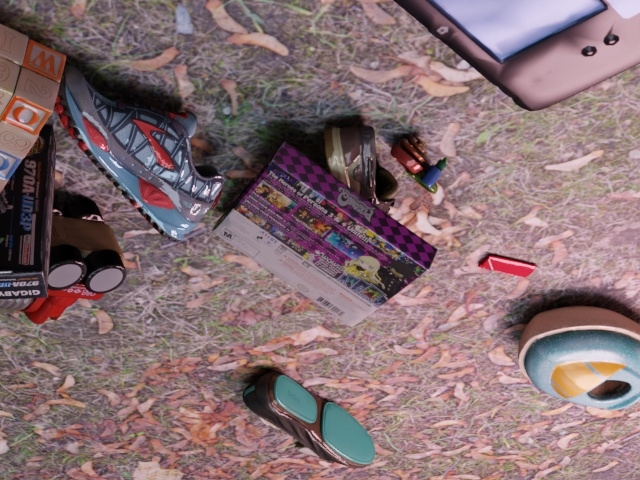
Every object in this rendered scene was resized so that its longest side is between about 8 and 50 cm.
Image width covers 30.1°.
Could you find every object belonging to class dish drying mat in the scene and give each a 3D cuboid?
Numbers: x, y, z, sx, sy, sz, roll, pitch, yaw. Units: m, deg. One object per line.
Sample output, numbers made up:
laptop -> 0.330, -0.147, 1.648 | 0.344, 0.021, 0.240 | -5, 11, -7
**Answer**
dish drying mat -> 0.270, 0.038, 1.722 | 0.083, 0.008, 0.032 | 13, 139, -24

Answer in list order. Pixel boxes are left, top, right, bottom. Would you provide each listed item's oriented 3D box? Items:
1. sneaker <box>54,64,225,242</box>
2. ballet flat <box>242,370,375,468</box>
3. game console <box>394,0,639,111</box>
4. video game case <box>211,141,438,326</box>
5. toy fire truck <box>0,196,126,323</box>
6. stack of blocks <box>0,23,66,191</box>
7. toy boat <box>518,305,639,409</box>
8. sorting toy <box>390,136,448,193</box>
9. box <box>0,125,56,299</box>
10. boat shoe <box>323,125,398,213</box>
sneaker -> -0.209, -0.123, 1.386 | 0.125, 0.104, 0.262 | -42, 128, -4
ballet flat -> -0.024, 0.300, 1.989 | 0.096, 0.095, 0.280 | -20, 133, 35
game console -> 0.244, -0.287, 1.167 | 0.342, 0.060, 0.386 | -29, 139, 30
video game case -> 0.000, 0.000, 1.497 | 0.232, 0.042, 0.210 | 34, 146, -8
toy fire truck -> -0.401, 0.049, 1.509 | 0.217, 0.158, 0.246 | 8, 131, -45
stack of blocks -> -0.439, -0.173, 1.237 | 0.297, 0.087, 0.171 | 23, 136, -23
toy boat -> 0.457, 0.165, 1.804 | 0.267, 0.148, 0.318 | 20, 138, -31
sorting toy -> 0.130, -0.097, 1.488 | 0.042, 0.061, 0.102 | -49, 143, 0
box -> -0.394, -0.035, 1.352 | 0.175, 0.220, 0.051 | -2, 143, -6
boat shoe -> 0.062, -0.060, 1.498 | 0.073, 0.080, 0.223 | -9, 140, 13
